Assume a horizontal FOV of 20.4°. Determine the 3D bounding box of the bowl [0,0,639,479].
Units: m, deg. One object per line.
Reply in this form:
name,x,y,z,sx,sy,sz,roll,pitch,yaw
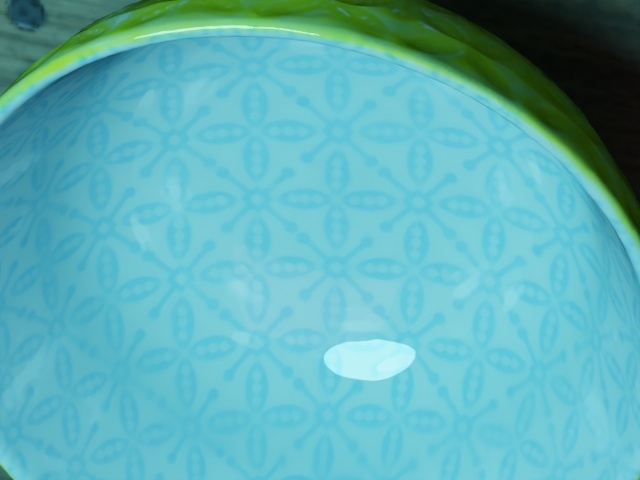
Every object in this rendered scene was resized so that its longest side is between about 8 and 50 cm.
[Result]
bowl,0.000,0.000,0.734,0.290,0.156,0.289,6,127,8
